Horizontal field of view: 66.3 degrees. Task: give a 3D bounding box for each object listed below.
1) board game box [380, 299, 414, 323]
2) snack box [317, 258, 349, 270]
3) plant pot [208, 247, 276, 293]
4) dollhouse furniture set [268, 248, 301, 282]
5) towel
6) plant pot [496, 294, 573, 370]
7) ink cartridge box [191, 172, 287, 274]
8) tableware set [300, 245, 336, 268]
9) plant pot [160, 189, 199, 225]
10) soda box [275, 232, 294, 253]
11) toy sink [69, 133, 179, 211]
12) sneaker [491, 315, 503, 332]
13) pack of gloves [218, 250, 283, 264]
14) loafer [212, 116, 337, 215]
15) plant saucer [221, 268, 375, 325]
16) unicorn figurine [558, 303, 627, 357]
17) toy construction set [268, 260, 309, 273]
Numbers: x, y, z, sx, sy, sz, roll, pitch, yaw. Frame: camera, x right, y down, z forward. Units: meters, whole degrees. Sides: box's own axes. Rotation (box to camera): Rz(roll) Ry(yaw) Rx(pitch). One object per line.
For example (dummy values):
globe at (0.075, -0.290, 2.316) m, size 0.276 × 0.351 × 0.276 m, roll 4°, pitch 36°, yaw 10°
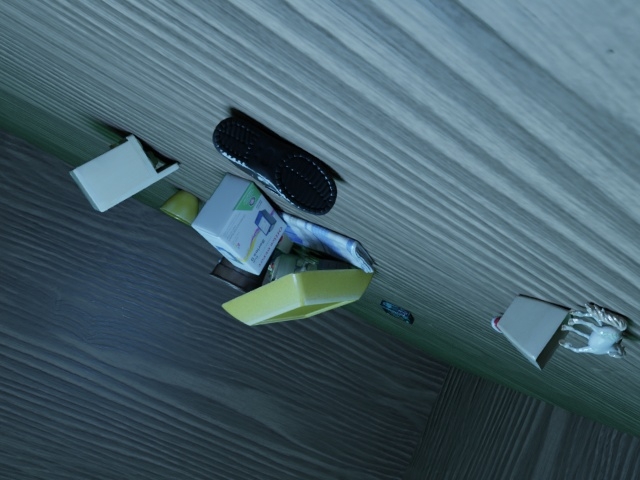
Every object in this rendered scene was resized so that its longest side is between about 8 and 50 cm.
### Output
board game box at (0.323, 0.303, 2.052) m, size 0.126 × 0.026 × 0.186 m, roll 22°, pitch 169°, yaw 21°
snack box at (0.041, 0.094, 1.590) m, size 0.100 × 0.037 × 0.141 m, roll 9°, pitch 167°, yaw 4°
plant pot at (-0.225, 0.067, 1.480) m, size 0.166 × 0.165 × 0.167 m, roll 25°, pitch 170°, yaw 5°
dollhouse furniture set at (-0.078, 0.109, 1.764) m, size 0.183 × 0.130 × 0.129 m, roll 13°, pitch -172°, yaw -20°
towel at (0.000, 0.000, 1.304) m, size 0.284 × 0.034 × 0.209 m, roll 22°, pitch 169°, yaw 24°
plant pot at (0.403, 0.166, 0.933) m, size 0.096 × 0.109 × 0.109 m, roll 34°, pitch 177°, yaw 37°
ink cartridge box at (-0.188, -0.034, 1.186) m, size 0.093 × 0.154 × 0.212 m, roll 21°, pitch 161°, yaw 27°
tableware set at (-0.019, 0.070, 1.696) m, size 0.128 × 0.039 × 0.194 m, roll 27°, pitch 170°, yaw 0°
plant pot at (-0.488, -0.123, 1.747) m, size 0.134 × 0.095 × 0.134 m, roll 26°, pitch 171°, yaw 4°
soda box at (-0.171, -0.026, 1.527) m, size 0.181 × 0.061 × 0.058 m, roll 29°, pitch 170°, yaw -17°
toy sink at (-0.517, -0.192, 1.289) m, size 0.152 × 0.234 × 0.131 m, roll 12°, pitch 133°, yaw 59°
sneaker at (0.466, 0.210, 1.149) m, size 0.118 × 0.042 × 0.067 m, roll 21°, pitch 175°, yaw -11°
pack of gloves at (-0.226, 0.036, 1.667) m, size 0.195 × 0.232 × 0.046 m, roll 15°, pitch 131°, yaw 41°
loafer at (-0.068, -0.119, 0.775) m, size 0.220 × 0.080 × 0.078 m, roll 35°, pitch 178°, yaw -17°
plant saucer at (-0.053, 0.168, 1.393) m, size 0.332 × 0.081 × 0.332 m, roll -26°, pitch 161°, yaw 40°
unicorn figurine at (0.471, 0.163, 0.830) m, size 0.111 × 0.060 × 0.162 m, roll 14°, pitch 162°, yaw 20°
toy construction set at (-0.198, 0.089, 1.933) m, size 0.327 × 0.151 × 0.215 m, roll 17°, pitch 144°, yaw 10°
